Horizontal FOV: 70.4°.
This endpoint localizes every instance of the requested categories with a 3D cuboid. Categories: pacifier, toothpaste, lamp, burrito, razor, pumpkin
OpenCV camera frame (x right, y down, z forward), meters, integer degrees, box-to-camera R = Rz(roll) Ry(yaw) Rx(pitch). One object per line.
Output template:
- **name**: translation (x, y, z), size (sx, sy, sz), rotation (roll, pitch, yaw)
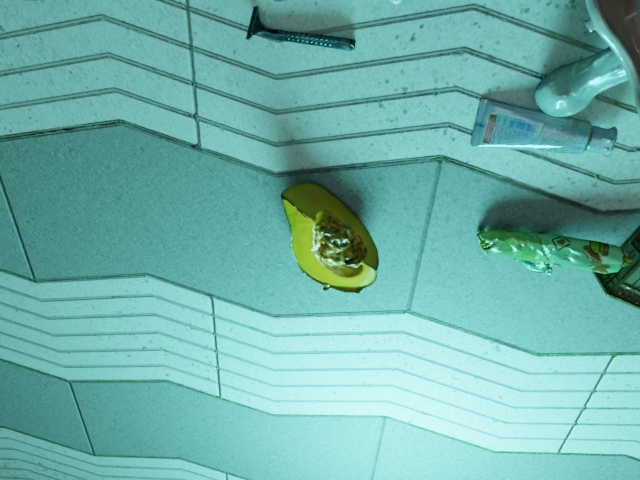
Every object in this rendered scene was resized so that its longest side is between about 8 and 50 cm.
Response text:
- **pacifier**: translation (0.459, -0.275, 0.661), size (0.273, 0.220, 0.332), rotation (-30, 99, 24)
- **toothpaste**: translation (0.399, -0.196, 0.821), size (0.234, 0.057, 0.089), rotation (11, 121, 11)
- **lamp**: translation (0.672, -0.017, 0.861), size (0.090, 0.089, 0.325), rotation (24, 121, -4)
- **burrito**: translation (0.462, 0.031, 0.930), size (0.288, 0.054, 0.104), rotation (11, 139, 12)
- **razor**: translation (-0.032, -0.363, 0.805), size (0.190, 0.033, 0.066), rotation (10, 81, 0)
- **pumpkin**: translation (-0.001, -0.004, 0.987), size (0.278, 0.111, 0.163), rotation (39, 135, -16)

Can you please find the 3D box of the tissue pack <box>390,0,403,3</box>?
- **tissue pack**: translation (0.153, -0.472, 0.604), size (0.137, 0.209, 0.269), rotation (32, 120, -21)
